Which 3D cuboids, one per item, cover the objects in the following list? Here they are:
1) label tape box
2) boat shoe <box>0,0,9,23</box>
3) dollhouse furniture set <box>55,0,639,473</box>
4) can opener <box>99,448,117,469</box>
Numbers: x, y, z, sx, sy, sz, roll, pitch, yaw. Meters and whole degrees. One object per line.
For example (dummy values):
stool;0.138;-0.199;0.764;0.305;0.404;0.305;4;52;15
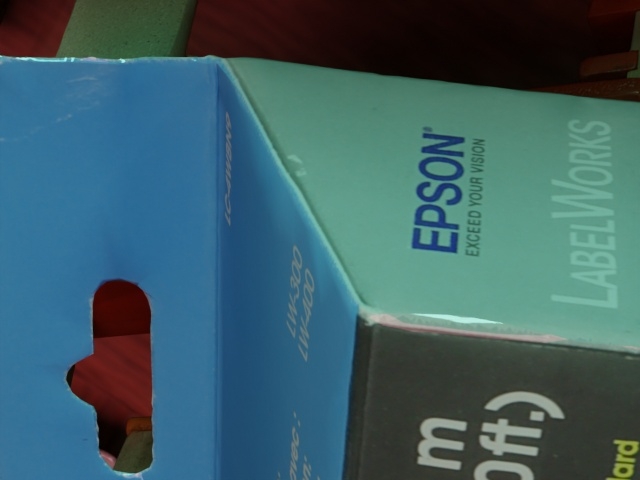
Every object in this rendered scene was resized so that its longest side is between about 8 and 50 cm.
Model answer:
label tape box;0.066;0.088;0.516;0.347;0.115;0.249;5;129;1
boat shoe;-0.083;-0.171;0.599;0.120;0.122;0.324;26;125;2
dollhouse furniture set;0.000;0.000;0.645;0.259;0.135;0.262;-6;140;23
can opener;-0.084;0.142;0.784;0.283;0.095;0.076;26;131;15
